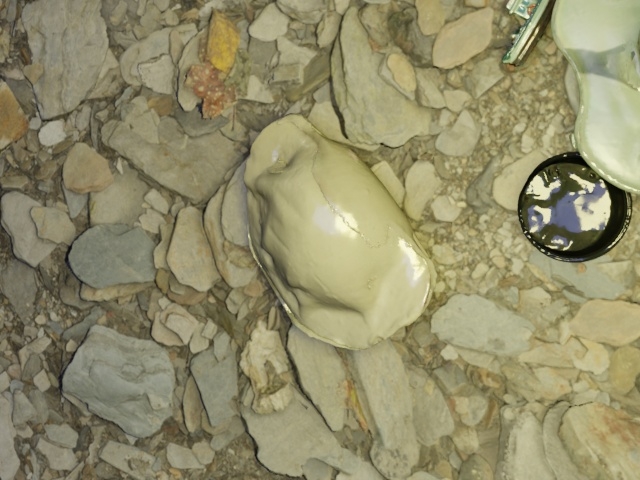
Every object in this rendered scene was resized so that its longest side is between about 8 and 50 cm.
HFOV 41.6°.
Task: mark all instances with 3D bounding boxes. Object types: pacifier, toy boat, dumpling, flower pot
[{"bbox_3d":[0.437,-0.226,1.020,0.288,0.269,0.343,-14,89,10],"label":"pacifier"},{"bbox_3d":[0.289,-0.314,1.186,0.066,0.059,0.140,30,101,1],"label":"toy boat"},{"bbox_3d":[-0.003,-0.003,1.267,0.341,0.181,0.260,41,117,-6],"label":"dumpling"},{"bbox_3d":[0.342,-0.046,1.151,0.157,0.107,0.157,0,91,21],"label":"flower pot"}]
